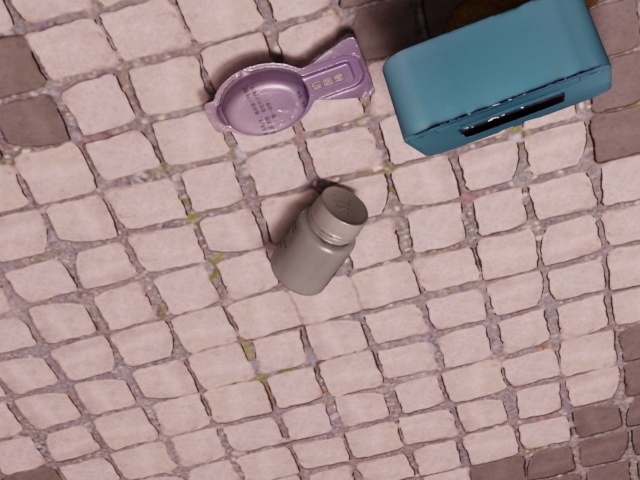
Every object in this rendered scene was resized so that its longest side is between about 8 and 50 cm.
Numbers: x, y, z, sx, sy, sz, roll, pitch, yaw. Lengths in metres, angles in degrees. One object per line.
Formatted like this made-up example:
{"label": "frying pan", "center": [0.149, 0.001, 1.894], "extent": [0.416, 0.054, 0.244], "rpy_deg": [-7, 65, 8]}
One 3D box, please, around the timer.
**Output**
{"label": "timer", "center": [0.200, -0.173, 1.592], "extent": [0.231, 0.091, 0.250], "rpy_deg": [-20, 171, 9]}

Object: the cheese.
{"label": "cheese", "center": [-0.038, -0.167, 1.626], "extent": [0.191, 0.042, 0.105], "rpy_deg": [-17, 137, 6]}

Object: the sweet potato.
{"label": "sweet potato", "center": [0.242, -0.263, 1.565], "extent": [0.233, 0.062, 0.081], "rpy_deg": [-29, 129, 15]}

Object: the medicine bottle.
{"label": "medicine bottle", "center": [0.000, 0.000, 1.777], "extent": [0.080, 0.080, 0.130], "rpy_deg": [17, 130, -25]}
